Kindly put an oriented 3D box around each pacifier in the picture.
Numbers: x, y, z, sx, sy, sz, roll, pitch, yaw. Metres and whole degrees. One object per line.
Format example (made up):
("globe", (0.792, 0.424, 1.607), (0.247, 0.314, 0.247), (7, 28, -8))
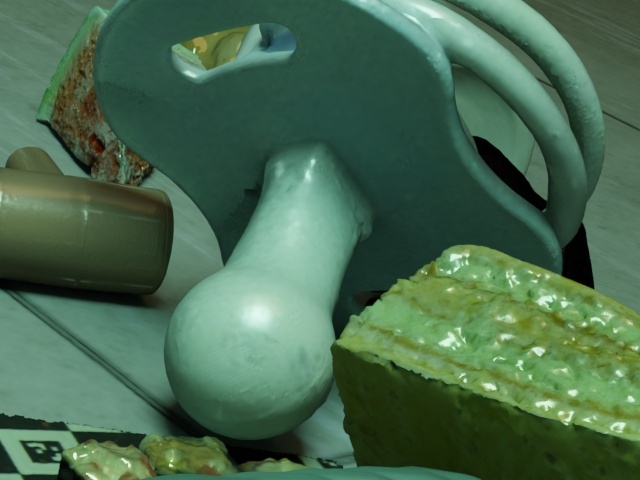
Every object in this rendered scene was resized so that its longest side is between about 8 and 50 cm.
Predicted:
("pacifier", (0.000, 0.000, 0.892), (0.244, 0.299, 0.233), (-6, 45, 39))

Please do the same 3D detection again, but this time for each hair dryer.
("hair dryer", (-0.166, -0.022, 1.035), (0.117, 0.064, 0.182), (8, 13, -24))

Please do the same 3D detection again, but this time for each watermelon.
("watermelon", (-0.146, -0.099, 1.207), (0.121, 0.098, 0.158), (22, 23, 13))

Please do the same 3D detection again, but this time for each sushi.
("sushi", (-0.052, 0.115, 0.767), (0.210, 0.040, 0.192), (10, 20, -24))

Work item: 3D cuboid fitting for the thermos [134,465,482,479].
("thermos", (0.007, 0.144, 0.586), (0.182, 0.145, 0.286), (16, 3, 28))

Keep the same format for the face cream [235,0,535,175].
("face cream", (0.043, -0.089, 1.215), (0.177, 0.177, 0.153), (8, 23, -28))

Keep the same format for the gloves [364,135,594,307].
("gloves", (0.069, -0.007, 1.085), (0.203, 0.124, 0.164), (19, 41, -45))

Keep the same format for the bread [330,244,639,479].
("bread", (0.108, 0.093, 0.747), (0.196, 0.138, 0.102), (19, 47, 39))

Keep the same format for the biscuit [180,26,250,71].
("biscuit", (0.011, -0.149, 1.484), (0.326, 0.107, 0.325), (14, 17, -4))
